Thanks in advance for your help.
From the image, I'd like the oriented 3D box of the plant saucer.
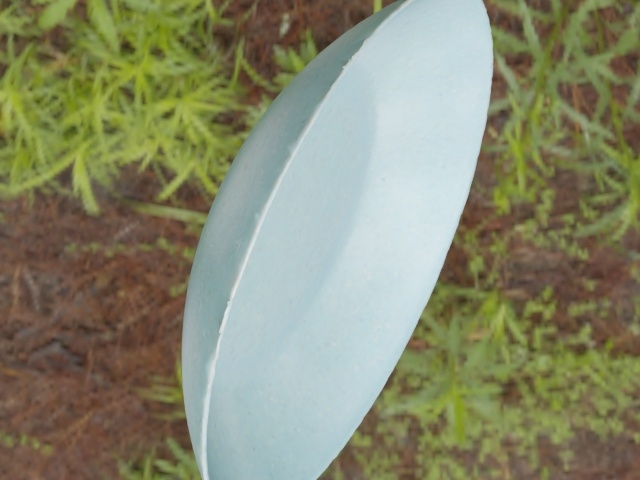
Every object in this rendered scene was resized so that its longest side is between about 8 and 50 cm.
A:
[{"bbox_3d":[0.000,0.000,0.496,0.037,0.195,0.195,24,133,20],"label":"plant saucer"}]
